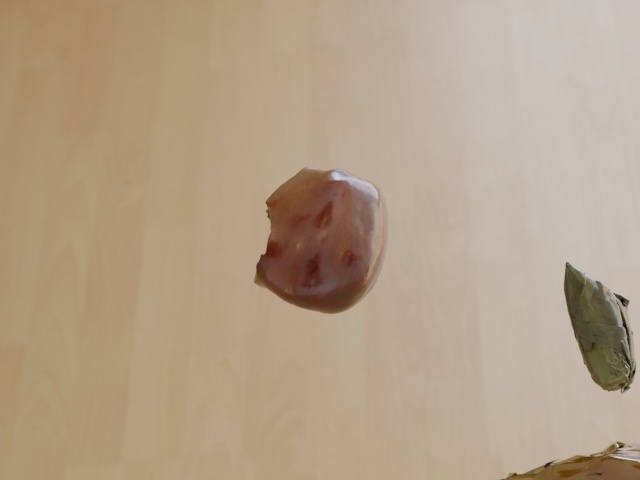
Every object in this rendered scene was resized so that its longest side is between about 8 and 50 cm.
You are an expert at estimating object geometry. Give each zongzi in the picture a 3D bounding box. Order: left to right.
[{"bbox_3d":[0.273,0.090,1.516,0.055,0.119,0.109,-19,58,25],"label":"zongzi"}]

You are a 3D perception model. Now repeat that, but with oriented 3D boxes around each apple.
[{"bbox_3d":[0.006,-0.001,1.701,0.147,0.156,0.158,24,93,42],"label":"apple"}]

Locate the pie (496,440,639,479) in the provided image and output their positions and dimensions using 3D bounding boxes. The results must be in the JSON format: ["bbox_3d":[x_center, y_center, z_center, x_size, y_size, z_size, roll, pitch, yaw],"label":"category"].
[{"bbox_3d":[0.075,0.187,0.399,0.308,0.085,0.308,-3,82,19],"label":"pie"}]
